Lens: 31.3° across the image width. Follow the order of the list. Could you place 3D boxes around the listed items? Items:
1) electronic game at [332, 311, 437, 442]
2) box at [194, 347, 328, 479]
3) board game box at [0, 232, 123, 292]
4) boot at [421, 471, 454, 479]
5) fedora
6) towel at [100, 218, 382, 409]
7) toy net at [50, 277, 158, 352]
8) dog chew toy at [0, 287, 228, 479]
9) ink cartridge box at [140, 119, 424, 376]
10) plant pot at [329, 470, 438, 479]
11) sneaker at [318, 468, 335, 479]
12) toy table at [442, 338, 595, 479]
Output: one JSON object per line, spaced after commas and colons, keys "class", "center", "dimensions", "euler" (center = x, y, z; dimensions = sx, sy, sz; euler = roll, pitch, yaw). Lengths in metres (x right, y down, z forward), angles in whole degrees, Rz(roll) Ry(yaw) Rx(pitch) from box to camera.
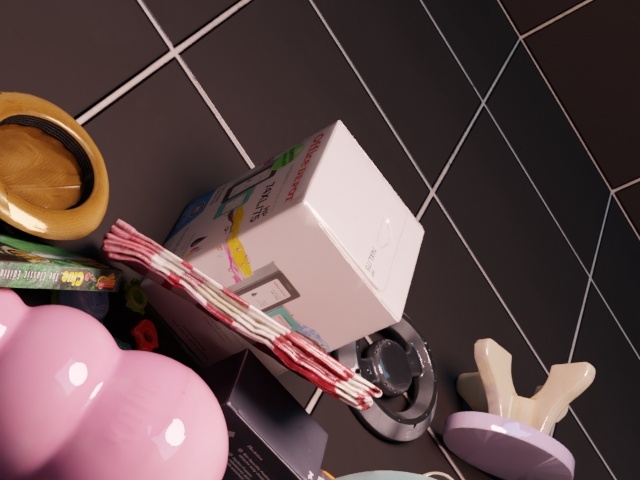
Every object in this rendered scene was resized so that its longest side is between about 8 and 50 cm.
{"class": "electronic game", "center": [0.102, 0.196, 1.750], "dimensions": [0.229, 0.048, 0.229], "euler": [26, 51, -38]}
{"class": "box", "center": [-0.103, 0.227, 1.295], "dimensions": [0.156, 0.158, 0.093], "euler": [50, 32, -23]}
{"class": "board game box", "center": [-0.316, 0.016, 1.114], "dimensions": [0.259, 0.136, 0.030], "euler": [11, 94, -68]}
{"class": "boot", "center": [0.165, 0.461, 1.544], "dimensions": [0.176, 0.088, 0.244], "euler": [93, -7, -51]}
{"class": "fedora", "center": [-0.325, -0.071, 1.257], "dimensions": [0.194, 0.079, 0.194], "euler": [29, 46, -36]}
{"class": "towel", "center": [-0.099, 0.086, 1.257], "dimensions": [0.329, 0.037, 0.237], "euler": [34, -8, -7]}
{"class": "toy net", "center": [-0.231, 0.148, 1.275], "dimensions": [0.122, 0.045, 0.232], "euler": [19, 54, -53]}
{"class": "dog chew toy", "center": [-0.251, 0.157, 1.085], "dimensions": [0.332, 0.206, 0.206], "euler": [38, 35, -11]}
{"class": "ink cartridge box", "center": [-0.042, 0.023, 1.435], "dimensions": [0.197, 0.270, 0.198], "euler": [51, 32, -21]}
{"class": "plant pot", "center": [0.069, 0.434, 1.208], "dimensions": [0.293, 0.293, 0.235], "euler": [47, 14, -27]}
{"class": "sneaker", "center": [0.030, 0.377, 1.429], "dimensions": [0.180, 0.124, 0.321], "euler": [-72, 147, -59]}
{"class": "toy table", "center": [0.319, 0.282, 1.856], "dimensions": [0.274, 0.252, 0.161], "euler": [47, 48, -46]}
